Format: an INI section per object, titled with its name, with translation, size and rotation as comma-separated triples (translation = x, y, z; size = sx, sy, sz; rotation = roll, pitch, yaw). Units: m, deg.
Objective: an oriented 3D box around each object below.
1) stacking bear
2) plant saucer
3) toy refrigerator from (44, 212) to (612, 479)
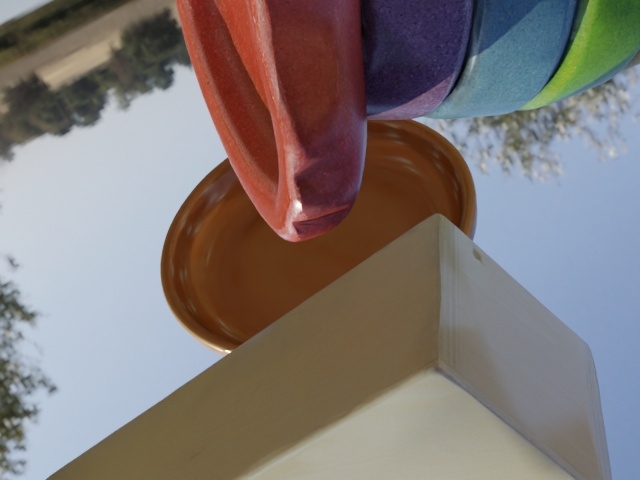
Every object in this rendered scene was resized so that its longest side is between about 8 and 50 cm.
[stacking bear]
translation = 0.097, -0.128, 0.393
size = 0.289, 0.175, 0.164
rotation = -13, -156, -14
[plant saucer]
translation = 0.000, 0.000, 0.665
size = 0.200, 0.037, 0.200
rotation = -12, -135, 12
[toy refrigerator]
translation = -0.017, 0.108, 0.474
size = 0.269, 0.102, 0.094
rotation = -36, -153, 30
